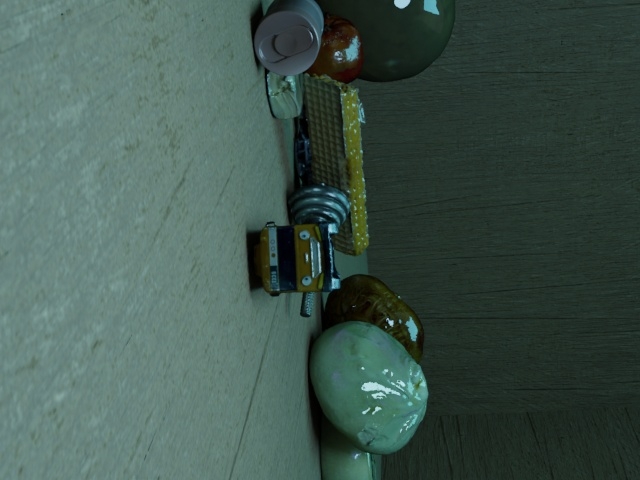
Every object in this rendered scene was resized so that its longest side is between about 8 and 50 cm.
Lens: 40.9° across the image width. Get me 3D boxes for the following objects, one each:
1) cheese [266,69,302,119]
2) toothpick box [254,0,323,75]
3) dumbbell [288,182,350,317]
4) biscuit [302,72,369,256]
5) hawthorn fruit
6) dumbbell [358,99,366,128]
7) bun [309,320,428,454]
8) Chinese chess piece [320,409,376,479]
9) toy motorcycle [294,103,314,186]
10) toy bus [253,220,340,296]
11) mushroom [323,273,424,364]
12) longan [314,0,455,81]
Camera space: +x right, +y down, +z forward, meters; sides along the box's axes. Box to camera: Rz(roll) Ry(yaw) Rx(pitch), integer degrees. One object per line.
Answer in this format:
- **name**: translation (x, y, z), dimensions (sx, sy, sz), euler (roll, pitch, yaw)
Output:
- **cheese**: translation (-0.055, -0.243, 1.432), dimensions (0.171, 0.047, 0.092), euler (67, 21, -73)
- **toothpick box**: translation (-0.046, -0.321, 1.326), dimensions (0.149, 0.098, 0.098), euler (-82, 167, -63)
- **dumbbell**: translation (-0.010, 0.013, 1.470), dimensions (0.110, 0.110, 0.255), euler (75, 18, -60)
- **biscuit**: translation (0.029, -0.129, 1.530), dimensions (0.054, 0.094, 0.379), euler (-41, 140, -35)
- **hawthorn fruit**: translation (0.022, -0.372, 1.750), dimensions (0.172, 0.148, 0.148), euler (67, 19, -49)
- **dumbbell**: translation (0.029, -0.267, 1.787), dimensions (0.082, 0.092, 0.231), euler (47, 0, -17)
- **bun**: translation (0.114, 0.271, 1.678), dimensions (0.283, 0.179, 0.283), euler (46, 22, -25)
- **Chinese chess piece**: translation (0.061, 0.452, 1.823), dimensions (0.250, 0.101, 0.250), euler (-5, 90, -84)
- **toy motorcycle**: translation (-0.007, -0.157, 1.680), dimensions (0.122, 0.080, 0.215), euler (67, 17, -69)
- **toy bus**: translation (-0.030, 0.022, 1.189), dimensions (0.201, 0.114, 0.098), euler (-30, 116, -89)
- **mushroom**: translation (0.111, 0.196, 1.892), dimensions (0.153, 0.253, 0.253), euler (-31, 124, -42)
- **longan**: translation (0.120, -0.538, 1.904), dimensions (0.404, 0.336, 0.404), euler (57, 0, -1)
